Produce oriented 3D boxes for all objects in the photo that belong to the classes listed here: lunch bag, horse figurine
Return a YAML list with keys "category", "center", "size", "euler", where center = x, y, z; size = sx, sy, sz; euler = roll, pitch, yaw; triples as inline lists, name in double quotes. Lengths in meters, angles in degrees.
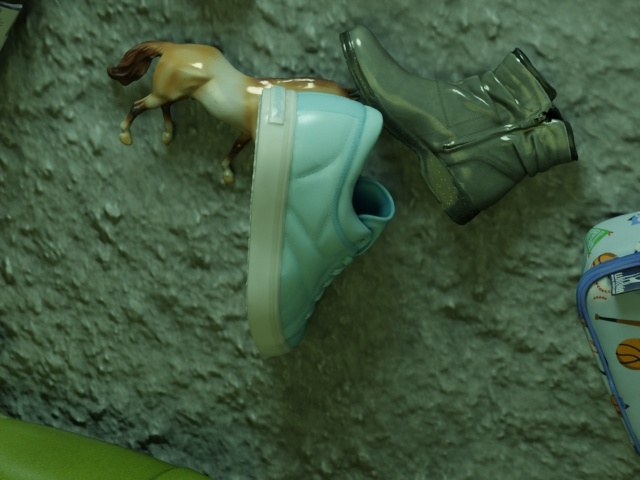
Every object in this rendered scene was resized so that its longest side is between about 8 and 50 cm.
- category: "lunch bag"
  center: [0.401, 0.092, 1.378]
  size: [0.243, 0.115, 0.303]
  euler: [-12, 121, 23]
- category: "horse figurine"
  center: [-0.112, -0.144, 1.477]
  size: [0.263, 0.066, 0.174]
  euler: [28, 127, 0]

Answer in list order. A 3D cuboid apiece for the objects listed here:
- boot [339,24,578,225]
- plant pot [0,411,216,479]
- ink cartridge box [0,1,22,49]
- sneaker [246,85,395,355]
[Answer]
- category: "boot"
  center: [0.144, -0.150, 1.399]
  size: [0.161, 0.083, 0.246]
  euler: [-35, 100, 16]
- category: "plant pot"
  center: [-0.328, 0.380, 1.660]
  size: [0.353, 0.366, 0.366]
  euler: [26, 120, 19]
- category: "ink cartridge box"
  center: [-0.458, -0.226, 1.463]
  size: [0.223, 0.045, 0.224]
  euler: [14, 144, -28]
- category: "sneaker"
  center: [0.000, 0.000, 1.446]
  size: [0.150, 0.135, 0.366]
  euler: [5, 139, 0]
